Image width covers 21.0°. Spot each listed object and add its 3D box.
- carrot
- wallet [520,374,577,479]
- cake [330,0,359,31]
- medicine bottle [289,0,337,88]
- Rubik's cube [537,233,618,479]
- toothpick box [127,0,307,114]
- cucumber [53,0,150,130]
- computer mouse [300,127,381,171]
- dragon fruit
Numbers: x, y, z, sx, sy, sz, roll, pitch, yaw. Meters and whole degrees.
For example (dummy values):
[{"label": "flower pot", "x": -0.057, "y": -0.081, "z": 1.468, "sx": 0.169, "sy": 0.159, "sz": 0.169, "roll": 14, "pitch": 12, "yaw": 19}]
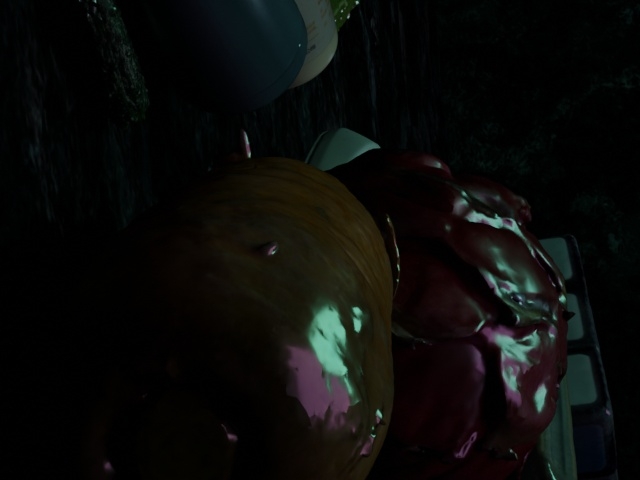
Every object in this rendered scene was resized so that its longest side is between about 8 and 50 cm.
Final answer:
[{"label": "carrot", "x": -0.061, "y": 0.072, "z": 1.114, "sx": 0.341, "sy": 0.224, "sz": 0.224, "roll": -76, "pitch": 158, "yaw": -73}, {"label": "wallet", "x": 0.108, "y": 0.255, "z": 1.675, "sx": 0.083, "sy": 0.360, "sz": 0.252, "roll": 38, "pitch": 31, "yaw": -18}, {"label": "cake", "x": -0.004, "y": -0.264, "z": 1.875, "sx": 0.235, "sy": 0.099, "sz": 0.100, "roll": -81, "pitch": 160, "yaw": -49}, {"label": "medicine bottle", "x": -0.061, "y": -0.255, "z": 1.528, "sx": 0.252, "sy": 0.114, "sz": 0.114, "roll": 74, "pitch": 15, "yaw": -46}, {"label": "Rubik's cube", "x": 0.178, "y": 0.212, "z": 1.998, "sx": 0.304, "sy": 0.301, "sz": 0.305, "roll": -91, "pitch": 170, "yaw": -52}, {"label": "toothpick box", "x": -0.089, "y": -0.188, "z": 1.348, "sx": 0.184, "sy": 0.120, "sz": 0.120, "roll": 57, "pitch": 30, "yaw": -60}, {"label": "cucumber", "x": -0.160, "y": -0.162, "z": 1.157, "sx": 0.257, "sy": 0.043, "sz": 0.044, "roll": 74, "pitch": 20, "yaw": -48}, {"label": "computer mouse", "x": -0.006, "y": -0.001, "z": 1.745, "sx": 0.288, "sy": 0.097, "sz": 0.159, "roll": -59, "pitch": 143, "yaw": -48}, {"label": "dragon fruit", "x": 0.062, "y": 0.081, "z": 1.493, "sx": 0.329, "sy": 0.329, "sz": 0.329, "roll": -5, "pitch": 90, "yaw": -79}]
